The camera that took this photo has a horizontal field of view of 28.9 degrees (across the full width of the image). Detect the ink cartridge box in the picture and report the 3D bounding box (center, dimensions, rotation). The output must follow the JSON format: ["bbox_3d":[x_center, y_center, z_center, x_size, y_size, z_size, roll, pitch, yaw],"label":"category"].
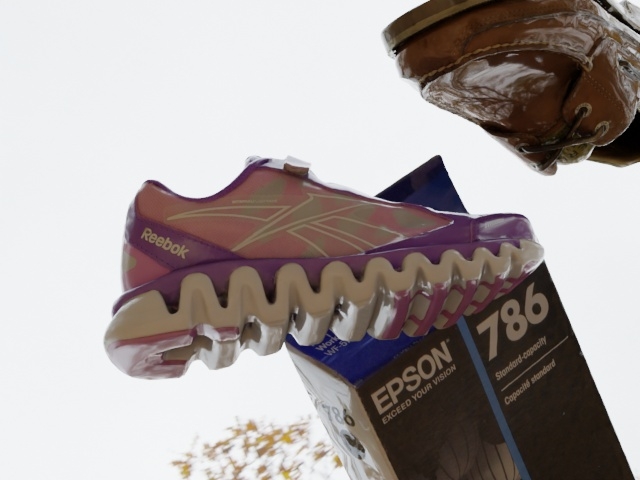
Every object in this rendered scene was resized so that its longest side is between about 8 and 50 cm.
[{"bbox_3d":[0.100,0.126,0.775,0.165,0.065,0.333,-35,-73,-27],"label":"ink cartridge box"}]

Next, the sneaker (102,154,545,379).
[{"bbox_3d":[0.000,0.000,0.648,0.236,0.095,0.105,-7,-113,-12],"label":"sneaker"}]

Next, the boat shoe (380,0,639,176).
[{"bbox_3d":[0.157,-0.100,0.799,0.110,0.307,0.105,-23,-101,38],"label":"boat shoe"}]
